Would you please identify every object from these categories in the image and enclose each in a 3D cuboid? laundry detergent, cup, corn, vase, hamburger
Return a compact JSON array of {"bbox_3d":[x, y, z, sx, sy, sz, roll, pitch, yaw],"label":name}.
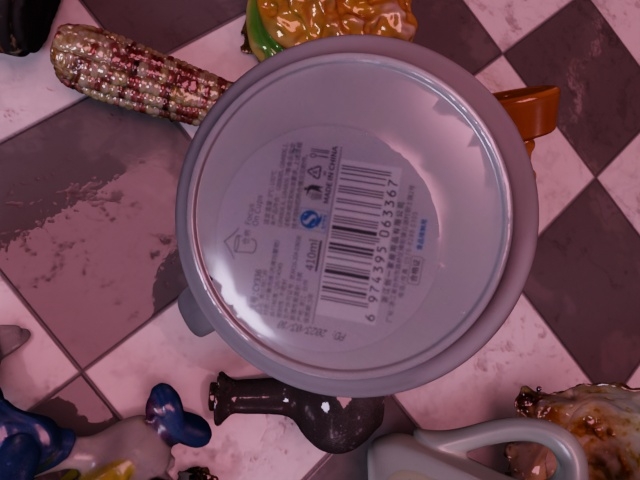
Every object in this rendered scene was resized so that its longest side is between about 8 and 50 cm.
[{"bbox_3d":[0.196,0.295,0.530,0.281,0.105,0.214,-9,74,16],"label":"laundry detergent"},{"bbox_3d":[0.000,0.000,0.465,0.323,0.327,0.236,-30,88,9],"label":"cup"},{"bbox_3d":[-0.179,-0.179,0.593,0.237,0.079,0.079,13,74,-19],"label":"corn"},{"bbox_3d":[-0.027,0.165,0.554,0.183,0.120,0.120,1,77,-4],"label":"vase"},{"bbox_3d":[0.016,-0.294,0.647,0.237,0.149,0.236,4,77,-17],"label":"hamburger"}]

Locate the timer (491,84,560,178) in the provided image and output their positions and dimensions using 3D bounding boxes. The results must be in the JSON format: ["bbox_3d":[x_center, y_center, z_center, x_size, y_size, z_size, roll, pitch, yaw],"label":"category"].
[{"bbox_3d":[0.272,-0.130,0.731,0.132,0.132,0.152,-20,109,-22],"label":"timer"}]

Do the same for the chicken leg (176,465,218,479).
[{"bbox_3d":[-0.157,0.351,0.496,0.106,0.051,0.253,30,67,-5],"label":"chicken leg"}]

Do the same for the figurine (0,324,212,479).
[{"bbox_3d":[-0.248,0.188,0.429,0.339,0.204,0.283,5,50,-31],"label":"figurine"}]

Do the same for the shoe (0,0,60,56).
[{"bbox_3d":[-0.368,-0.394,0.521,0.237,0.171,0.383,15,81,-20],"label":"shoe"}]

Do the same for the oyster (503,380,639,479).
[{"bbox_3d":[0.324,0.331,0.599,0.133,0.198,0.336,11,79,-52],"label":"oyster"}]
